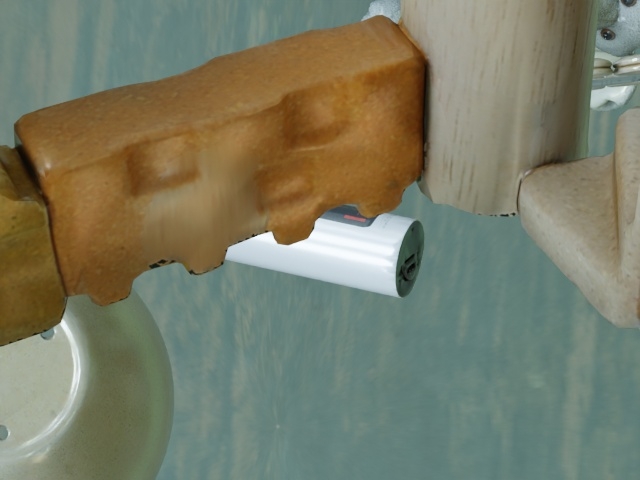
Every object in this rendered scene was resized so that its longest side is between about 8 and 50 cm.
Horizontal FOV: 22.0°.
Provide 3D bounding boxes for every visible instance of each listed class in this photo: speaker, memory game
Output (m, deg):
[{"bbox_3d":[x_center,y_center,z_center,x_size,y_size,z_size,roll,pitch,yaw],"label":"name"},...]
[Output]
[{"bbox_3d":[0.000,0.000,1.111,0.136,0.055,0.055,12,83,22],"label":"speaker"},{"bbox_3d":[0.162,-0.102,1.030,0.186,0.186,0.012,-6,91,-2],"label":"memory game"}]

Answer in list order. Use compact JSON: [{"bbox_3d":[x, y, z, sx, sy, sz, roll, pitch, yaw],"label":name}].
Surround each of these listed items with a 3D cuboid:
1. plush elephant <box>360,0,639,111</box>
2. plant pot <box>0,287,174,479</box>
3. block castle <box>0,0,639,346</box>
[{"bbox_3d":[0.231,-0.259,1.611,0.330,0.271,0.255,-22,48,-41],"label":"plush elephant"},{"bbox_3d":[-0.243,0.111,1.241,0.284,0.191,0.284,2,77,-11],"label":"plant pot"},{"bbox_3d":[0.033,0.040,0.248,0.303,0.212,0.453,-19,44,-17],"label":"block castle"}]
